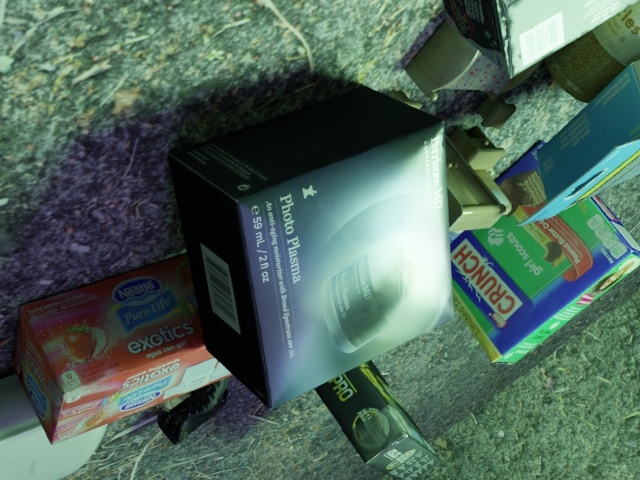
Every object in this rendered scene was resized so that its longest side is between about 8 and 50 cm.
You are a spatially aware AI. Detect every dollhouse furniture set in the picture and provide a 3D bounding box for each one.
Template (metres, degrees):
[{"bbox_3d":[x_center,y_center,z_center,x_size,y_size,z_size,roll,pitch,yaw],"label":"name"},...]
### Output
[{"bbox_3d":[0.273,-0.192,1.410,0.303,0.174,0.355,-6,144,-49],"label":"dollhouse furniture set"}]

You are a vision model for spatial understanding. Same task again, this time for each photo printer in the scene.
[{"bbox_3d":[-0.452,0.291,1.467,0.307,0.107,0.256,-19,152,-32],"label":"photo printer"}]

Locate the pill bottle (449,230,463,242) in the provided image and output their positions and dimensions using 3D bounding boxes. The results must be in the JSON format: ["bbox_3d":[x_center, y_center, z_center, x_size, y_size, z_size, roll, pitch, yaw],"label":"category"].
[{"bbox_3d":[0.226,-0.040,1.770,0.120,0.067,0.067,-47,154,26],"label":"pill bottle"}]

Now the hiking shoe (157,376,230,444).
[{"bbox_3d":[-0.209,0.266,1.797,0.114,0.086,0.227,-32,166,-47],"label":"hiking shoe"}]

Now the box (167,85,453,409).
[{"bbox_3d":[0.000,0.000,1.271,0.294,0.183,0.296,-24,124,-26],"label":"box"}]

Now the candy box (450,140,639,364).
[{"bbox_3d":[0.375,0.026,1.840,0.317,0.268,0.122,-44,152,20],"label":"candy box"}]

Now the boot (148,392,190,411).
[{"bbox_3d":[-0.277,0.250,1.701,0.087,0.042,0.118,-21,133,16],"label":"boot"}]

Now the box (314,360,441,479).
[{"bbox_3d":[0.069,0.280,1.866,0.097,0.318,0.395,-35,156,2],"label":"box"}]

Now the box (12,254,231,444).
[{"bbox_3d":[-0.252,0.140,1.396,0.300,0.142,0.154,-18,152,-32],"label":"box"}]

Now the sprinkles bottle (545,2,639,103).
[{"bbox_3d":[0.469,-0.334,1.390,0.121,0.121,0.355,-10,157,-43],"label":"sprinkles bottle"}]

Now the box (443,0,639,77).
[{"bbox_3d":[0.265,-0.329,1.141,0.247,0.142,0.163,-31,140,-6],"label":"box"}]

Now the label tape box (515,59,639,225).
[{"bbox_3d":[0.441,-0.164,1.457,0.348,0.115,0.249,-22,165,-29],"label":"label tape box"}]
